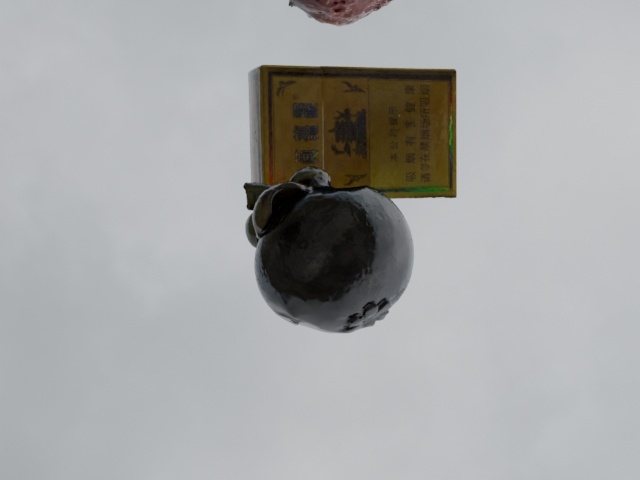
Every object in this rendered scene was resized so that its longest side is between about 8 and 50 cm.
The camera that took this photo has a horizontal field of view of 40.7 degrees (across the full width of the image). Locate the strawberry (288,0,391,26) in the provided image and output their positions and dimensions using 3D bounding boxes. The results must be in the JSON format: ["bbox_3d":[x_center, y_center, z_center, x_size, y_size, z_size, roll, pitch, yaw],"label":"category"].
[{"bbox_3d":[0.066,-0.505,1.485,0.277,0.257,0.257,-6,-119,21],"label":"strawberry"}]

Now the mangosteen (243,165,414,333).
[{"bbox_3d":[0.000,0.000,1.005,0.194,0.194,0.230,-41,-112,6],"label":"mangosteen"}]

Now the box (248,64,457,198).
[{"bbox_3d":[0.049,-0.155,1.266,0.084,0.301,0.193,-172,-100,-73],"label":"box"}]
